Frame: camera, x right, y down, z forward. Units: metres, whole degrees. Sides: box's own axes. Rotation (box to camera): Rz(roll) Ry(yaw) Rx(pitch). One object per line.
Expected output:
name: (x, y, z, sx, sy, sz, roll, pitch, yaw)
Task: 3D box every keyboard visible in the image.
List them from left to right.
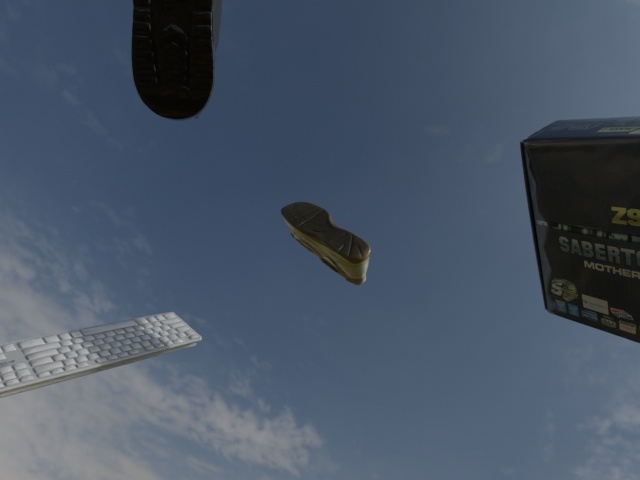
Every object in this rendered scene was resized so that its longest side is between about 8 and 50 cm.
keyboard: (-0.250, 0.112, 0.449, 0.072, 0.256, 0.014, 33, -66, 35)

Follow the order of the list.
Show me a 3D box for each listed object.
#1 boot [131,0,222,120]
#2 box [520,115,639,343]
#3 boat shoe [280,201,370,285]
boot: (-0.112, -0.197, 0.358, 0.077, 0.137, 0.197, 10, -80, -14)
box: (0.275, 0.002, 0.322, 0.233, 0.059, 0.183, 19, -46, 56)
boat shoe: (0.002, 0.000, 0.550, 0.153, 0.056, 0.048, 34, -42, 38)
